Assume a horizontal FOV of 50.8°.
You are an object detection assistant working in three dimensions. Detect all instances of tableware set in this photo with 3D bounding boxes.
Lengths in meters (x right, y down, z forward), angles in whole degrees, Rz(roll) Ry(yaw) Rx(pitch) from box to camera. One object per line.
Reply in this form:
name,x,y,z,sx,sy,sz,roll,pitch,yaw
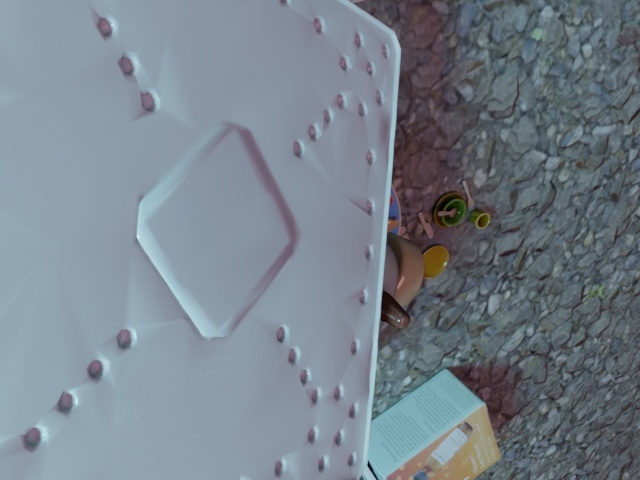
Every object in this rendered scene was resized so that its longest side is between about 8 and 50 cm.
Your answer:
tableware set,0.147,0.005,0.846,0.154,0.024,0.104,-37,127,-9

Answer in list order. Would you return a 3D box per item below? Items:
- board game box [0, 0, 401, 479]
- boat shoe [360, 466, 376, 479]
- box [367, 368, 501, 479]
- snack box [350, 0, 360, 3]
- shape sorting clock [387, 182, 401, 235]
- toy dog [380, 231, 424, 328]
board game box,-0.079,-0.007,0.446,0.390,0.050,0.390,9,85,-53
boat shoe,0.044,0.315,0.919,0.040,0.049,0.142,-35,115,-10
box,0.152,0.291,0.953,0.170,0.091,0.130,-33,126,-12
snack box,0.028,-0.306,0.571,0.322,0.060,0.187,-27,125,-26
shape sorting clock,0.000,0.000,0.749,0.206,0.040,0.206,-13,119,-24
toy dog,-0.012,0.111,0.690,0.220,0.161,0.334,5,121,-26
